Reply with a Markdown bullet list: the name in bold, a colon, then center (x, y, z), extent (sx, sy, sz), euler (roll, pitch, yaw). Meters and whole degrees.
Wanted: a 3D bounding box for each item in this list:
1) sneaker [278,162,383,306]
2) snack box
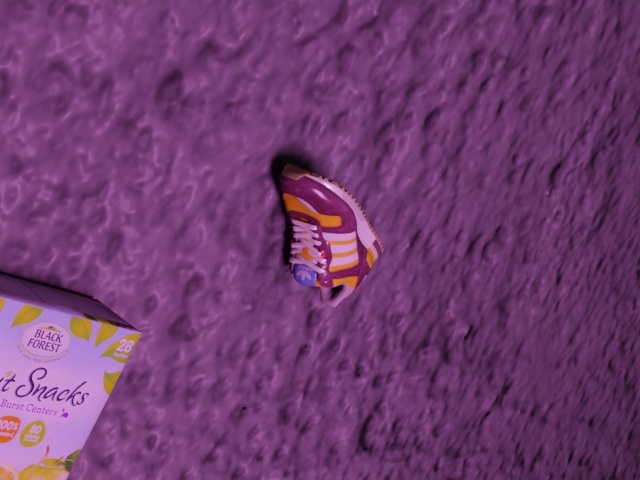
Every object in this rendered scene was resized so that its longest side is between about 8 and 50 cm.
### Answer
- **sneaker**: center (0.000, 0.000, 1.385), extent (0.084, 0.069, 0.185), euler (-57, 144, -12)
- **snack box**: center (-0.264, 0.116, 1.150), extent (0.207, 0.070, 0.174), euler (22, 97, -55)
